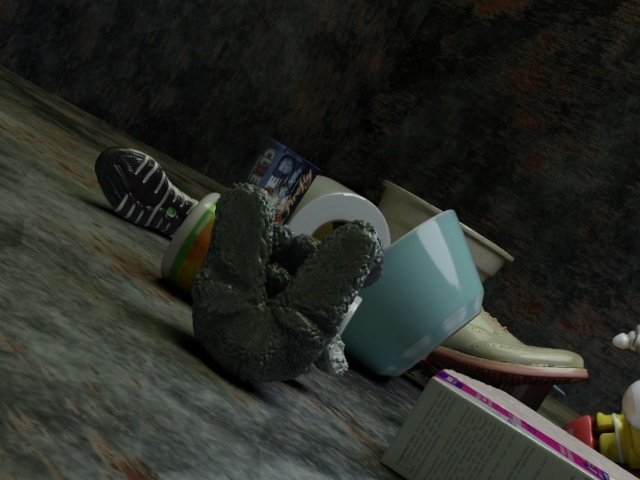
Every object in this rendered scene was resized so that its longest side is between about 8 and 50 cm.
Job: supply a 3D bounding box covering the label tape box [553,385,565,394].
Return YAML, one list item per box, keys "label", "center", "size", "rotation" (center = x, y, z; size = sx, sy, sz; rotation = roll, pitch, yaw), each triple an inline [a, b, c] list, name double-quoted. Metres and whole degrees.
- label: "label tape box"
  center: [0.450, 0.327, 2.437]
  size: [0.348, 0.115, 0.249]
  rotation: [35, 3, 8]

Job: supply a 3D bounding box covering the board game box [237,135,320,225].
- label: "board game box"
  center: [-0.110, -0.053, 1.668]
  size: [0.042, 0.243, 0.165]
  rotation: [34, 4, 24]

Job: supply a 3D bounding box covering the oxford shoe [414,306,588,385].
- label: "oxford shoe"
  center: [0.286, 0.171, 1.680]
  size: [0.397, 0.146, 0.140]
  rotation: [11, -16, 8]

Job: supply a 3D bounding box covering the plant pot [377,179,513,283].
- label: "plant pot"
  center: [0.205, 0.081, 2.071]
  size: [0.334, 0.305, 0.334]
  rotation: [31, 3, -2]

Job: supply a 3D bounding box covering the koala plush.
- label: "koala plush"
  center: [-0.048, 0.081, 1.058]
  size: [0.196, 0.203, 0.221]
  rotation: [20, -20, 7]

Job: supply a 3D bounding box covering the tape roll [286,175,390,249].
- label: "tape roll"
  center: [0.000, 0.000, 1.921]
  size: [0.246, 0.246, 0.169]
  rotation: [30, 3, -28]

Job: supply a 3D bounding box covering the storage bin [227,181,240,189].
- label: "storage bin"
  center: [-0.165, -0.052, 2.315]
  size: [0.180, 0.122, 0.084]
  rotation: [34, 4, 35]

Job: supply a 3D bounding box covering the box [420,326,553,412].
- label: "box"
  center: [0.344, 0.259, 1.859]
  size: [0.168, 0.167, 0.203]
  rotation: [33, 3, 40]

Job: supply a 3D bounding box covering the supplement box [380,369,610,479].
- label: "supplement box"
  center: [0.190, 0.246, 1.003]
  size: [0.220, 0.114, 0.111]
  rotation: [30, 3, 12]

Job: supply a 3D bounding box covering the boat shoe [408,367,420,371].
- label: "boat shoe"
  center: [0.142, 0.208, 1.782]
  size: [0.133, 0.049, 0.042]
  rotation: [35, -7, -26]

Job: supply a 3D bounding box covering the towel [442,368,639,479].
- label: "towel"
  center: [0.328, 0.295, 1.293]
  size: [0.317, 0.053, 0.332]
  rotation: [32, 2, 30]

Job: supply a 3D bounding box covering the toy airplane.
- label: "toy airplane"
  center: [0.593, 0.307, 1.509]
  size: [0.272, 0.384, 0.386]
  rotation: [42, -3, -38]

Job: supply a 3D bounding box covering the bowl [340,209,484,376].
- label: "bowl"
  center: [0.145, 0.106, 1.526]
  size: [0.163, 0.311, 0.311]
  rotation: [51, 6, 10]

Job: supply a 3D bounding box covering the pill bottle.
- label: "pill bottle"
  center: [-0.074, 0.054, 1.232]
  size: [0.246, 0.136, 0.136]
  rotation: [32, 3, 4]

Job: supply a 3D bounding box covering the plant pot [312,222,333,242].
- label: "plant pot"
  center: [0.009, 0.012, 2.177]
  size: [0.212, 0.187, 0.212]
  rotation: [33, 10, 33]

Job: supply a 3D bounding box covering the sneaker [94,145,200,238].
- label: "sneaker"
  center: [-0.320, -0.085, 1.615]
  size: [0.163, 0.106, 0.281]
  rotation: [27, -11, 40]
